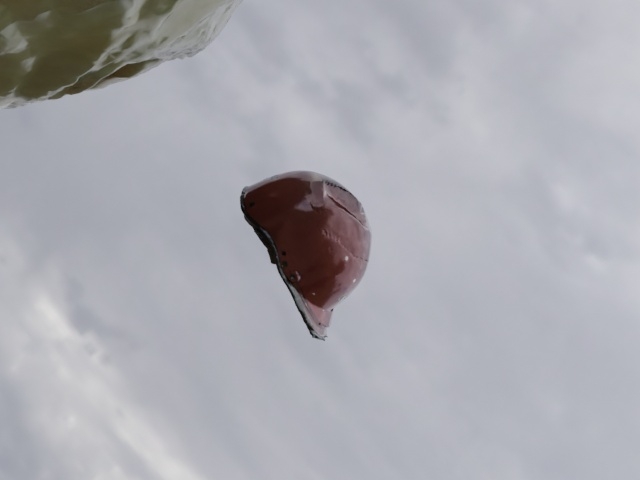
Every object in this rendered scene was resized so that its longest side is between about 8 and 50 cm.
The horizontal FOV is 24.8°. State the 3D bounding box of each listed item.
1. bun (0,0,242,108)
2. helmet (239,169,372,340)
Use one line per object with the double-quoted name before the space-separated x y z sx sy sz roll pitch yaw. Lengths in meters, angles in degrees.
"bun" -0.143 -0.164 0.688 0.364 0.364 0.202 -11 -82 63
"helmet" 0.002 0.001 0.702 0.084 0.049 0.065 60 11 -6
